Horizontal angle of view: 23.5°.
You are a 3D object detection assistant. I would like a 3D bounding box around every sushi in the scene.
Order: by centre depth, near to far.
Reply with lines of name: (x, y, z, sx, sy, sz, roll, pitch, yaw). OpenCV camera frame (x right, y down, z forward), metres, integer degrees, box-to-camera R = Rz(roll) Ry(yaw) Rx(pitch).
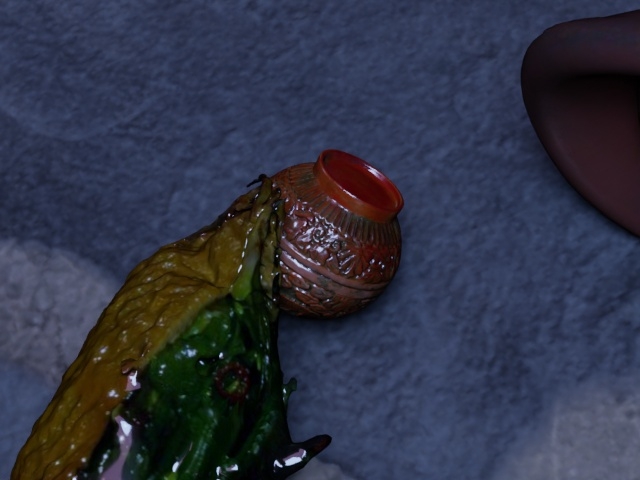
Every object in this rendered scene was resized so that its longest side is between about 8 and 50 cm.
sushi: (-0.072, 0.115, 0.856, 0.140, 0.149, 0.287, -5, 48, 50)

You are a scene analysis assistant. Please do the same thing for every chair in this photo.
chair: (0.330, -0.062, 0.836, 0.401, 0.226, 0.226, -16, 62, 3)

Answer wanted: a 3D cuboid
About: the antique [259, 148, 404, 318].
antique: (0.000, 0.000, 0.929, 0.104, 0.104, 0.104, -4, 63, 8)
